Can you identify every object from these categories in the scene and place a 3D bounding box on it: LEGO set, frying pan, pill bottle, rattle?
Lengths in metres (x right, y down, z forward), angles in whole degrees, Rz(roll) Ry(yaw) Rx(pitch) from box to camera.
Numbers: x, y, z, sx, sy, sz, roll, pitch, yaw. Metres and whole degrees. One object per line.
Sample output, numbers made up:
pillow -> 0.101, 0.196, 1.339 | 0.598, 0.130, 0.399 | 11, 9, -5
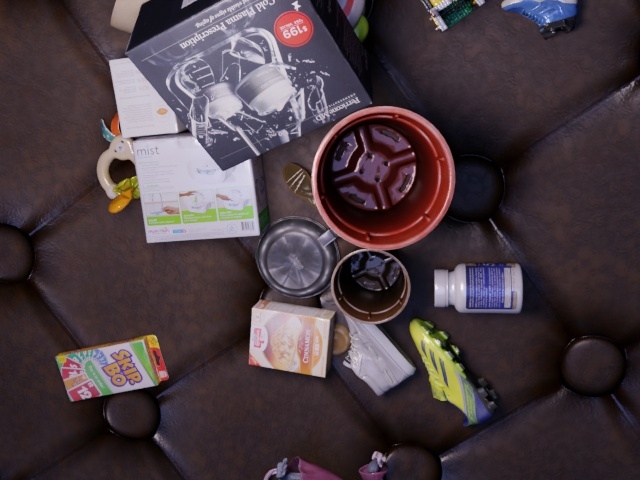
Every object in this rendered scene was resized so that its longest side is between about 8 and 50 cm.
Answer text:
LEGO set -> 0.284, -0.557, 1.553 | 0.331, 0.192, 0.255 | -24, 99, 12
frying pan -> 0.006, 0.028, 1.816 | 0.326, 0.053, 0.197 | -13, 103, 14
pill bottle -> 0.344, 0.105, 1.754 | 0.186, 0.112, 0.112 | 0, 104, 7
rattle -> -0.465, -0.177, 1.781 | 0.130, 0.143, 0.200 | 7, 112, 25

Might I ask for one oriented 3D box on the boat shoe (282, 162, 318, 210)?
boat shoe -> -0.023, -0.112, 1.780 | 0.056, 0.049, 0.152 | -46, 76, 9

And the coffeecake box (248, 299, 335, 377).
coffeecake box -> -0.066, 0.226, 1.852 | 0.185, 0.068, 0.142 | 8, 105, 13

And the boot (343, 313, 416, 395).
boot -> 0.095, 0.241, 1.828 | 0.123, 0.095, 0.258 | -40, 97, 8

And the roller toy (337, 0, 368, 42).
roller toy -> -0.003, -0.488, 1.633 | 0.191, 0.146, 0.209 | -6, 94, 4

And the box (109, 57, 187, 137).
box -> -0.373, -0.318, 1.753 | 0.130, 0.091, 0.171 | -5, 103, 8

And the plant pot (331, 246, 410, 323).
plant pot -> 0.114, 0.078, 1.750 | 0.166, 0.165, 0.167 | 2, 104, 6

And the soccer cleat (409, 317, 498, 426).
soccer cleat -> 0.284, 0.307, 1.824 | 0.121, 0.093, 0.289 | -38, 96, 21

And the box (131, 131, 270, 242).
box -> -0.261, -0.125, 1.769 | 0.261, 0.127, 0.231 | -5, 103, 9

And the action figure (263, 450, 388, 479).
action figure -> 0.070, 0.649, 1.888 | 0.370, 0.248, 0.276 | 20, 143, -22

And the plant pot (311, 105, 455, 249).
plant pot -> 0.117, -0.139, 1.631 | 0.272, 0.265, 0.273 | 0, 101, -1

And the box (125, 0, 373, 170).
box -> -0.122, -0.348, 1.493 | 0.343, 0.179, 0.312 | -22, 131, 21

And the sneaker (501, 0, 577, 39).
sneaker -> 0.445, -0.453, 1.627 | 0.152, 0.058, 0.085 | 0, 96, 1

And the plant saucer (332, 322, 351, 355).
plant saucer -> 0.031, 0.235, 1.878 | 0.083, 0.015, 0.083 | 2, 104, 8

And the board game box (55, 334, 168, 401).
board game box -> -0.510, 0.314, 1.962 | 0.259, 0.039, 0.124 | -13, 103, 8

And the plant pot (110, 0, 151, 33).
plant pot -> -0.249, -0.494, 1.635 | 0.274, 0.256, 0.257 | 24, 106, -14
